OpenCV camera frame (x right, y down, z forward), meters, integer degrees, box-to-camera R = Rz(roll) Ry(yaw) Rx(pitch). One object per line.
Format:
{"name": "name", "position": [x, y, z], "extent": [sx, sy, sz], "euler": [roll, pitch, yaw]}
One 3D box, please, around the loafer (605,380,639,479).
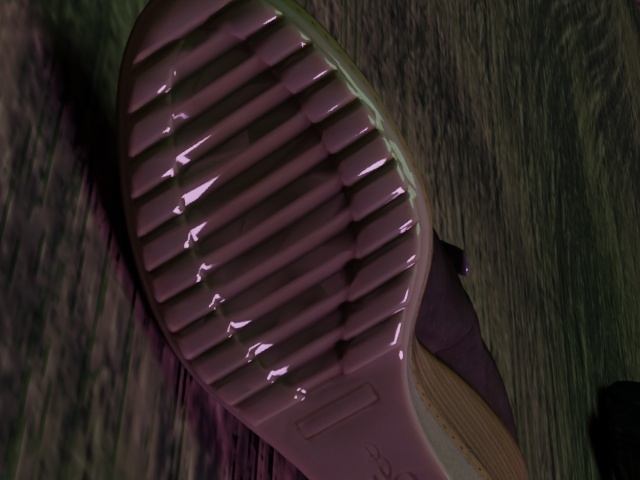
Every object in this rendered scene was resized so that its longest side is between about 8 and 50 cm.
{"name": "loafer", "position": [0.230, 0.140, 1.250], "extent": [0.170, 0.062, 0.061], "euler": [-24, 120, -70]}

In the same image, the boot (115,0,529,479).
{"name": "boot", "position": [0.000, 0.000, 0.615], "extent": [0.207, 0.090, 0.248], "euler": [-99, 165, -66]}
